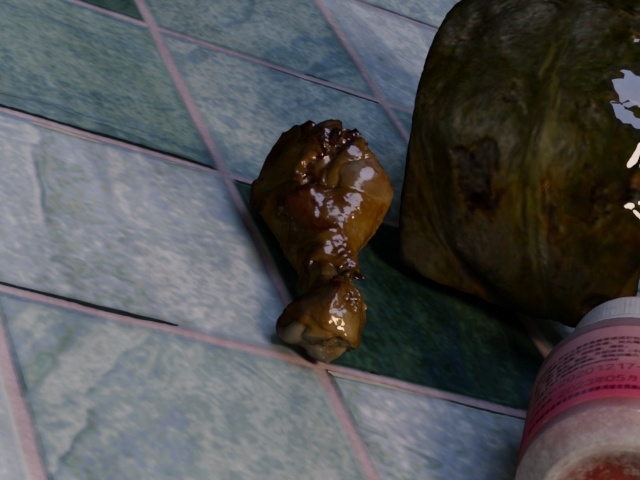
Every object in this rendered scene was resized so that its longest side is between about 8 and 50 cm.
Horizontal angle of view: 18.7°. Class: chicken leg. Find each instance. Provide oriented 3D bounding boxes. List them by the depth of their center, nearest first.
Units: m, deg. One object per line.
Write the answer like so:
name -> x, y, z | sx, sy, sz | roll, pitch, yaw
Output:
chicken leg -> 0.003, 0.001, 1.416 | 0.087, 0.107, 0.251 | 38, 27, -25

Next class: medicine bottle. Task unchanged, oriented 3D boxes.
medicine bottle -> 0.209, 0.129, 1.317 | 0.147, 0.147, 0.247 | 29, 23, -1

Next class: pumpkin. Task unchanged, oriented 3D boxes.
pumpkin -> 0.201, -0.077, 1.579 | 0.225, 0.256, 0.303 | 9, 18, 13
